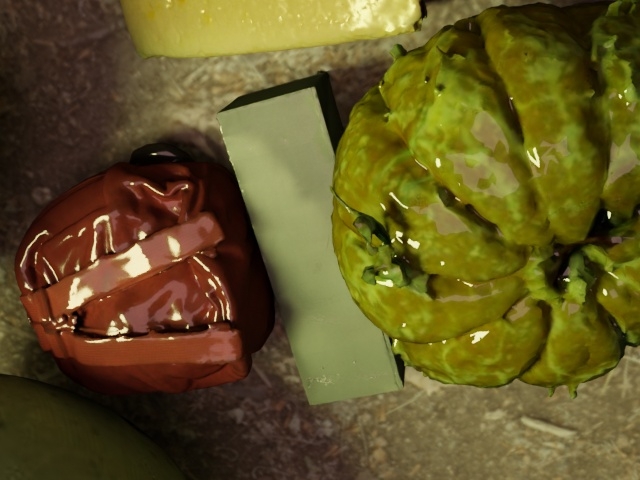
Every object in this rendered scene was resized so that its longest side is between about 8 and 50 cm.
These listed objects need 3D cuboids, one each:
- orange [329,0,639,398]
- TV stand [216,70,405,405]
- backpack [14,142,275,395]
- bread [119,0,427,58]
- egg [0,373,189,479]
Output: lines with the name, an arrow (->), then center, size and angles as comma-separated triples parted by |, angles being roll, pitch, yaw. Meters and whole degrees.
orange -> 0.153, -0.040, 0.585 | 0.301, 0.223, 0.300 | -31, 126, 16
TV stand -> 0.000, 0.000, 0.697 | 0.088, 0.083, 0.269 | -12, 109, 14
backpack -> -0.154, 0.039, 0.699 | 0.229, 0.139, 0.229 | 2, 110, 6
bread -> -0.057, -0.211, 0.582 | 0.264, 0.163, 0.167 | -10, 109, 12
egg -> -0.272, 0.293, 0.688 | 0.345, 0.345, 0.428 | -20, 129, 14
